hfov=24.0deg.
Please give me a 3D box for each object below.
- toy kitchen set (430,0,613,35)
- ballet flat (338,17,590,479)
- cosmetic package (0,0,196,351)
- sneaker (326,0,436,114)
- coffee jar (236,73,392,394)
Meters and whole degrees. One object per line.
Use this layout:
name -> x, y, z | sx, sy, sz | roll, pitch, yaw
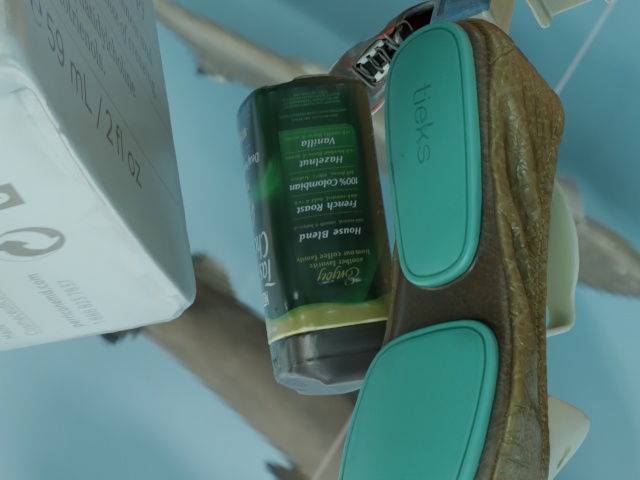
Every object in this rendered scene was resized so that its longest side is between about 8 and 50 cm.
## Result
toy kitchen set -> 0.165, -0.269, 1.194 | 0.207, 0.122, 0.166 | -18, 123, 27
ballet flat -> 0.088, 0.049, 0.804 | 0.124, 0.342, 0.116 | 20, 155, -36
cosmetic package -> -0.275, -0.161, 0.769 | 0.327, 0.393, 0.329 | -11, 159, 4
sneaker -> 0.057, -0.170, 1.373 | 0.061, 0.158, 0.065 | 45, 171, 6
coffee jar -> 0.000, 0.000, 0.901 | 0.079, 0.184, 0.096 | -7, 171, -12
